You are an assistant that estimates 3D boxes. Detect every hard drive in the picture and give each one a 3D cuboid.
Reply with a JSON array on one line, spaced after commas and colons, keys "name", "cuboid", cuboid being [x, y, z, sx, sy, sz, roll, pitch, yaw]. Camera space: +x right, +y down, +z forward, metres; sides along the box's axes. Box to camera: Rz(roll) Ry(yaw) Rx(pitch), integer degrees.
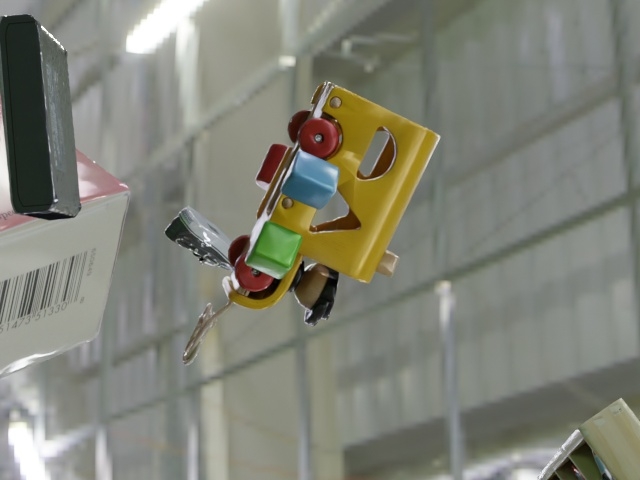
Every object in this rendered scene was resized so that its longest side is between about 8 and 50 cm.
[{"name": "hard drive", "cuboid": [-0.141, -0.059, 0.993, 0.135, 0.022, 0.094, 148, -63, -89]}]

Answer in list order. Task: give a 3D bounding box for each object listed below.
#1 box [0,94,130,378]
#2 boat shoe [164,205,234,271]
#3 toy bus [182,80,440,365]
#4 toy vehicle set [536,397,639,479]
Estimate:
[{"name": "box", "cuboid": [-0.261, -0.023, 1.288, 0.232, 0.149, 0.127, 35, -54, 27]}, {"name": "boat shoe", "cuboid": [-0.130, 0.005, 2.252, 0.040, 0.142, 0.049, -39, -127, 7]}, {"name": "toy bus", "cuboid": [0.006, -0.010, 1.360, 0.202, 0.104, 0.191, -56, -168, 49]}, {"name": "toy vehicle set", "cuboid": [0.227, 0.207, 1.377, 0.166, 0.035, 0.267, 54, -8, 12]}]
